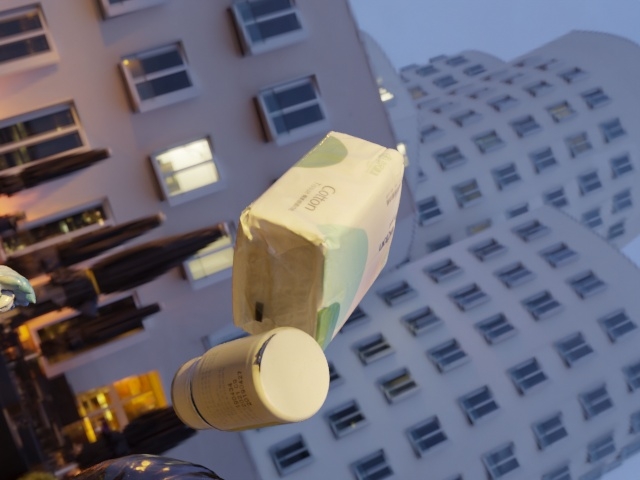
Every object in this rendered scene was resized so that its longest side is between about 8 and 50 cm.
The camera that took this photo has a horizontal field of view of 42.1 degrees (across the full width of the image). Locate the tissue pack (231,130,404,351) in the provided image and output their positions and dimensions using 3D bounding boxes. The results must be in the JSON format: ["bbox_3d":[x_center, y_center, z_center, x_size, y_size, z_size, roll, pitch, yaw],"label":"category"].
[{"bbox_3d":[0.002,0.000,1.477,0.194,0.356,0.266,20,-53,17],"label":"tissue pack"}]

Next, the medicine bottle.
[{"bbox_3d":[-0.117,0.222,1.290,0.258,0.143,0.143,-20,-89,46],"label":"medicine bottle"}]

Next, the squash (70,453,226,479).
[{"bbox_3d":[-0.120,0.236,0.559,0.156,0.193,0.193,56,-12,-24],"label":"squash"}]

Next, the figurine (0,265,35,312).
[{"bbox_3d":[-0.508,0.085,1.328,0.114,0.114,0.079,101,-21,-57],"label":"figurine"}]
